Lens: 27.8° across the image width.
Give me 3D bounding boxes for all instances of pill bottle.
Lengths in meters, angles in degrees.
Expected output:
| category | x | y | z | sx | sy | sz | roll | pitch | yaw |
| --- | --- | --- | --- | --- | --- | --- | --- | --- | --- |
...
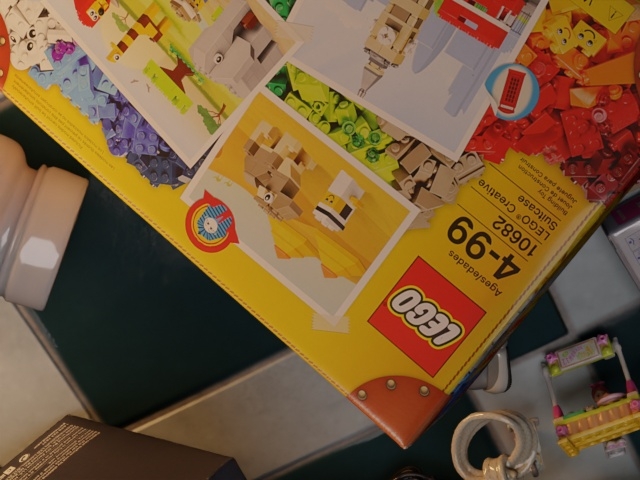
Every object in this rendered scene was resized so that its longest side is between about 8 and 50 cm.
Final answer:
| category | x | y | z | sx | sy | sz | roll | pitch | yaw |
| --- | --- | --- | --- | --- | --- | --- | --- | --- | --- |
| pill bottle | -0.372 | -0.041 | 1.206 | 0.283 | 0.160 | 0.160 | 20 | 110 | -10 |

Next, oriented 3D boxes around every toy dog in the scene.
| category | x | y | z | sx | sy | sz | roll | pitch | yaw |
| --- | --- | --- | --- | --- | --- | --- | --- | --- | --- |
| toy dog | 0.122 | 0.343 | 1.312 | 0.333 | 0.161 | 0.220 | -36 | 98 | 23 |

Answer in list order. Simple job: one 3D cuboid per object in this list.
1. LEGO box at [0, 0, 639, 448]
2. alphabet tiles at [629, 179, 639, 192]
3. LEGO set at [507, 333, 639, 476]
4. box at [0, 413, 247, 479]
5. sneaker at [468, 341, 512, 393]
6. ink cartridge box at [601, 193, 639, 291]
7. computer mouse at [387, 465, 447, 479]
| category | x | y | z | sx | sy | sz | roll | pitch | yaw |
| --- | --- | --- | --- | --- | --- | --- | --- | --- | --- |
| LEGO box | 0.014 | -0.148 | 1.055 | 0.500 | 0.193 | 0.372 | 40 | 107 | 12 |
| alphabet tiles | 0.324 | -0.157 | 1.250 | 0.237 | 0.009 | 0.198 | -25 | 111 | -1 |
| LEGO set | 0.339 | 0.162 | 1.373 | 0.287 | 0.107 | 0.132 | -10 | 147 | -3 |
| box | -0.161 | 0.376 | 1.289 | 0.179 | 0.312 | 0.343 | -40 | 116 | -31 |
| sneaker | 0.120 | 0.064 | 1.312 | 0.132 | 0.086 | 0.229 | -8 | 114 | 3 |
| ink cartridge box | 0.462 | -0.020 | 1.303 | 0.311 | 0.065 | 0.186 | -30 | 111 | 12 |
| computer mouse | 0.139 | 0.362 | 1.454 | 0.262 | 0.060 | 0.184 | 39 | 105 | -8 |
